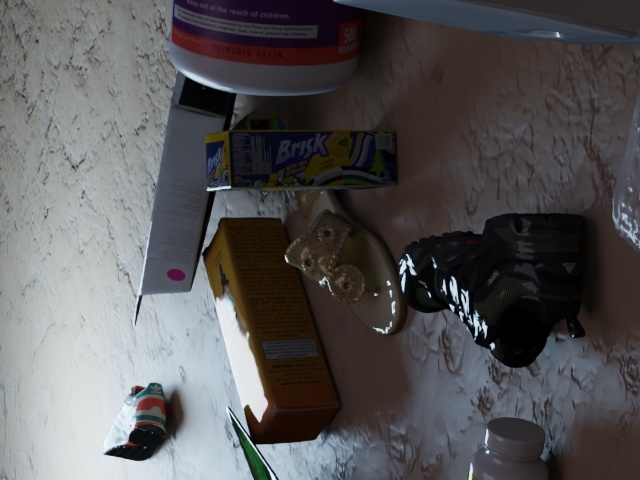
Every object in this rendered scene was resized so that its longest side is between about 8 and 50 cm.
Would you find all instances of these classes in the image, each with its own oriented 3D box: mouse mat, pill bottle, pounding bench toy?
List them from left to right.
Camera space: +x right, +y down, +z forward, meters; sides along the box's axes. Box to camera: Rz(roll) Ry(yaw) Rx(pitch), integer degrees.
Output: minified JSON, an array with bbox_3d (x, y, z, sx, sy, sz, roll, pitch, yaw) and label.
[{"bbox_3d":[-0.051,-0.103,1.888,0.083,0.052,0.065,143,121,-60],"label":"pounding bench toy"},{"bbox_3d":[-0.042,-0.305,1.694,0.181,0.182,0.322,-141,52,-58],"label":"pill bottle"},{"bbox_3d":[-0.044,0.271,1.857,0.152,0.007,0.189,48,160,54],"label":"mouse mat"},{"bbox_3d":[0.148,0.203,1.473,0.065,0.065,0.116,-141,53,-58],"label":"pill bottle"}]

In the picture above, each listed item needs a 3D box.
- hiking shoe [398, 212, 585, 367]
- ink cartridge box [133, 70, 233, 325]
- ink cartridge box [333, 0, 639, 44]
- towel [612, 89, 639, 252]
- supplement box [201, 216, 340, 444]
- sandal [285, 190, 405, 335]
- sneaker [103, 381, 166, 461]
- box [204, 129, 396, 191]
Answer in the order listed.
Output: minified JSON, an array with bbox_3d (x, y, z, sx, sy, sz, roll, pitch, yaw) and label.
[{"bbox_3d":[0.131,0.048,1.474,0.227,0.086,0.114,155,114,-62],"label":"hiking shoe"},{"bbox_3d":[-0.138,-0.077,1.953,0.371,0.069,0.175,110,173,-50],"label":"ink cartridge box"},{"bbox_3d":[0.145,-0.276,1.229,0.198,0.197,0.270,-163,81,-71],"label":"ink cartridge box"},{"bbox_3d":[0.278,-0.085,1.199,0.187,0.049,0.282,-130,44,-53],"label":"towel"},{"bbox_3d":[-0.054,0.089,1.881,0.078,0.080,0.233,-58,43,49],"label":"supplement box"},{"bbox_3d":[-0.002,0.005,1.759,0.240,0.079,0.088,-116,35,-41],"label":"sandal"},{"bbox_3d":[-0.227,0.225,2.296,0.161,0.057,0.075,137,143,-60],"label":"sneaker"},{"bbox_3d":[-0.017,-0.073,1.682,0.059,0.169,0.054,-3,88,64],"label":"box"}]
